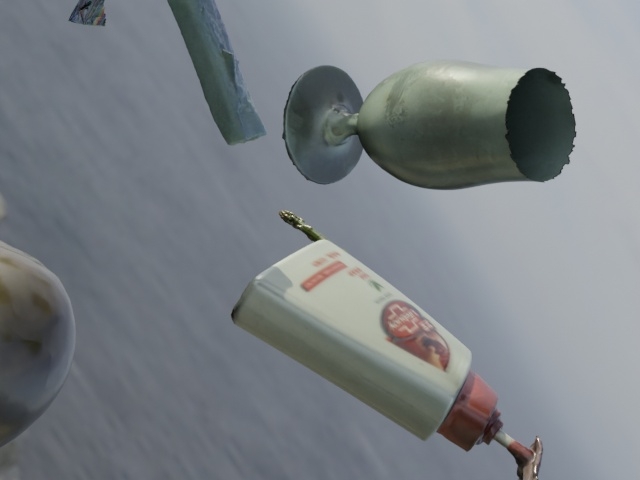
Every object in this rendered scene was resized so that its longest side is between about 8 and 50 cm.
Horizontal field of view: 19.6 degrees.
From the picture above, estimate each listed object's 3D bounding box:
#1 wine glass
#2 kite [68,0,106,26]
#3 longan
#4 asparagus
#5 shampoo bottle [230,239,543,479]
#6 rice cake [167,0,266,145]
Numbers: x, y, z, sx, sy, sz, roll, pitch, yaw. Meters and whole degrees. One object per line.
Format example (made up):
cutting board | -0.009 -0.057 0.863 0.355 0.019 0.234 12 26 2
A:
wine glass | 0.075 -0.080 1.283 0.202 0.093 0.093 4 -39 45
kite | -0.231 -0.252 1.913 0.004 0.090 0.122 34 -39 14
longan | -0.344 0.096 1.754 0.246 0.246 0.215 58 7 29
asparagus | 0.000 0.000 1.831 0.114 0.014 0.015 38 -40 23
shampoo bottle | 0.074 0.111 1.561 0.284 0.071 0.153 34 24 12
rice cake | -0.091 -0.166 1.536 0.030 0.042 0.180 -29 99 -58
